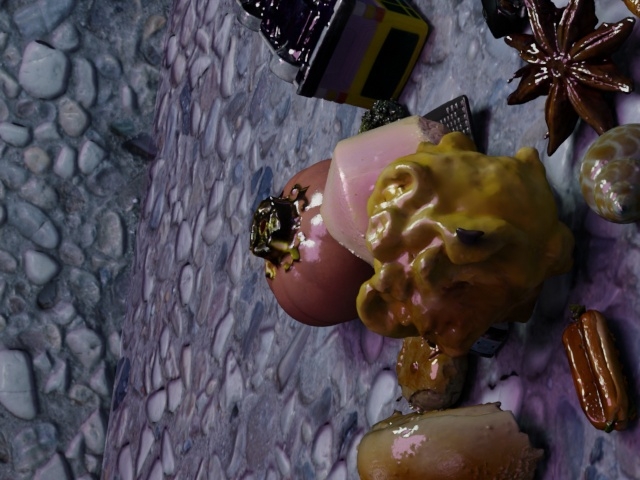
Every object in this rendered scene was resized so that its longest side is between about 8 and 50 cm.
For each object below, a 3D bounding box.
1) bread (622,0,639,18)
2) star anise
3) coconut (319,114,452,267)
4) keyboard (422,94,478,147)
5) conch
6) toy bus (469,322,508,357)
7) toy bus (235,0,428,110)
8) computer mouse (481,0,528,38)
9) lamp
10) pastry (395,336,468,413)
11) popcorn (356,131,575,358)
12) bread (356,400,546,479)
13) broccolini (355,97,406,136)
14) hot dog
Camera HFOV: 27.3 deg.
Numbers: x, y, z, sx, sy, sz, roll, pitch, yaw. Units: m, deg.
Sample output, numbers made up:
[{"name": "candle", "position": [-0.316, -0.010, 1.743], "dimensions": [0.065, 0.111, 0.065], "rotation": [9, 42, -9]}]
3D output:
[{"name": "bread", "position": [0.443, -0.367, 1.777], "dimensions": [0.105, 0.076, 0.233], "rotation": [-36, 39, 38]}, {"name": "star anise", "position": [0.367, -0.250, 1.869], "dimensions": [0.272, 0.102, 0.272], "rotation": [21, 118, 47]}, {"name": "coconut", "position": [0.118, -0.070, 2.095], "dimensions": [0.245, 0.233, 0.233], "rotation": [-20, 52, 18]}, {"name": "keyboard", "position": [0.214, -0.177, 2.199], "dimensions": [0.381, 0.041, 0.104], "rotation": [-23, 76, 57]}, {"name": "conch", "position": [0.393, -0.086, 1.724], "dimensions": [0.116, 0.106, 0.173], "rotation": [-4, 59, 45]}, {"name": "toy bus", "position": [0.242, 0.109, 1.990], "dimensions": [0.075, 0.060, 0.123], "rotation": [-53, 32, 35]}, {"name": "toy bus", "position": [0.009, -0.445, 2.514], "dimensions": [0.209, 0.249, 0.440], "rotation": [-65, 34, 25]}, {"name": "computer mouse", "position": [0.306, -0.440, 2.097], "dimensions": [0.146, 0.077, 0.242], "rotation": [31, 106, 62]}, {"name": "lamp", "position": [0.000, 0.000, 2.329], "dimensions": [0.305, 0.239, 0.305], "rotation": [-39, 45, 54]}, {"name": "pastry", "position": [0.176, 0.196, 2.060], "dimensions": [0.153, 0.081, 0.153], "rotation": [-162, 90, -72]}, {"name": "popcorn", "position": [0.205, 0.008, 1.838], "dimensions": [0.281, 0.297, 0.316], "rotation": [44, -127, -81]}, {"name": "bread", "position": [0.159, 0.323, 1.892], "dimensions": [0.314, 0.192, 0.171], "rotation": [-24, 69, 57]}, {"name": "broccolini", "position": [0.065, -0.101, 2.478], "dimensions": [0.074, 0.078, 0.392], "rotation": [-114, 36, -43]}, {"name": "hot dog", "position": [0.362, 0.166, 1.717], "dimensions": [0.072, 0.055, 0.188], "rotation": [-48, 37, 41]}]
